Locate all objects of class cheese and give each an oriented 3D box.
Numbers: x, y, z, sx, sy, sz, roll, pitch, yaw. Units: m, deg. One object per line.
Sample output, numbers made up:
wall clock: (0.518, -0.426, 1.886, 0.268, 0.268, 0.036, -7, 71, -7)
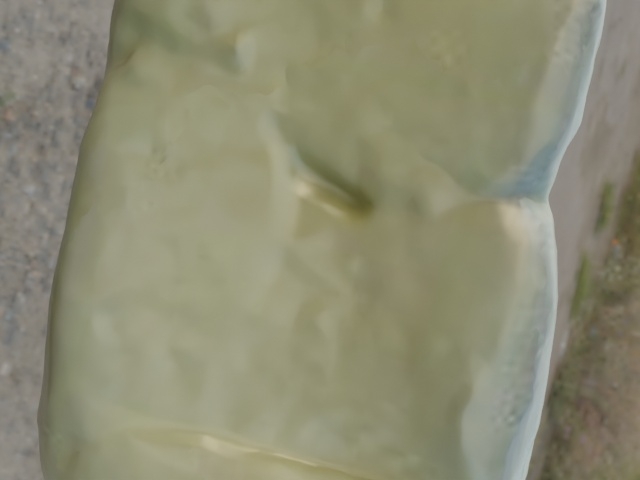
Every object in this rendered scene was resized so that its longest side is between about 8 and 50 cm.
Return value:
cheese: (0.000, 0.000, 0.436, 0.093, 0.159, 0.263, 46, 56, -76)
